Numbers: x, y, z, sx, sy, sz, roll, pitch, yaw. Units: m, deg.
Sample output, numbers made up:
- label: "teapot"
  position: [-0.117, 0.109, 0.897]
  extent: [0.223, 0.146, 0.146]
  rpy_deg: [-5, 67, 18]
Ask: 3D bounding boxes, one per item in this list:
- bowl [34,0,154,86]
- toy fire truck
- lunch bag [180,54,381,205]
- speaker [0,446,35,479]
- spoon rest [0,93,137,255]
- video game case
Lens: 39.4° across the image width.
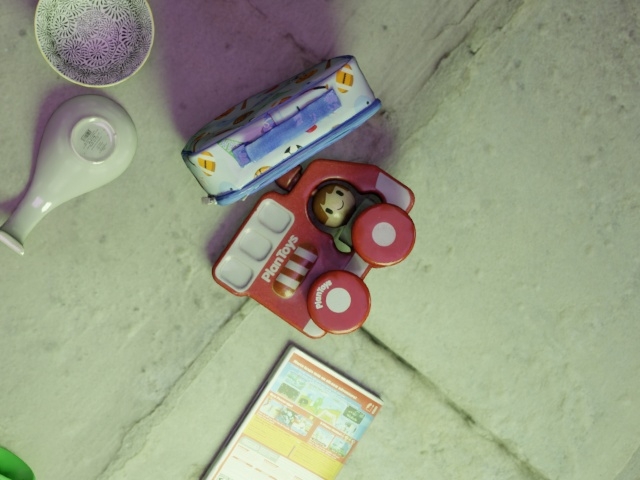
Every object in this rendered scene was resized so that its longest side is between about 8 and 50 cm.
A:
- label: "bowl"
  position: [-0.335, -0.313, 1.325]
  extent: [0.170, 0.080, 0.170]
  rpy_deg: [-2, 99, -15]
- label: "toy fire truck"
  position: [0.000, 0.000, 1.440]
  extent: [0.253, 0.169, 0.302]
  rpy_deg: [33, 88, 1]
- label: "lunch bag"
  position: [-0.067, -0.161, 1.339]
  extent: [0.303, 0.243, 0.115]
  rpy_deg: [-34, 106, -9]
- label: "speaker"
  position: [-0.567, 0.463, 1.365]
  extent: [0.131, 0.131, 0.297]
  rpy_deg: [35, 89, -18]
- label: "spoon rest"
  position: [-0.392, -0.102, 1.356]
  extent: [0.137, 0.084, 0.276]
  rpy_deg: [42, 73, -19]
- label: "video game case"
  position: [-0.047, 0.349, 1.543]
  extent: [0.204, 0.025, 0.285]
  rpy_deg: [34, 89, -18]
